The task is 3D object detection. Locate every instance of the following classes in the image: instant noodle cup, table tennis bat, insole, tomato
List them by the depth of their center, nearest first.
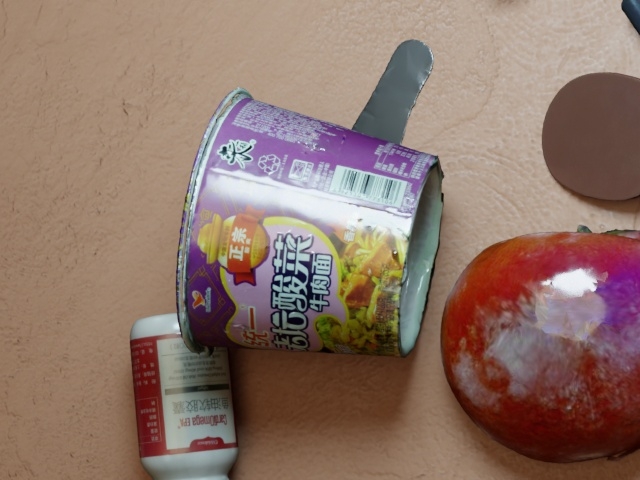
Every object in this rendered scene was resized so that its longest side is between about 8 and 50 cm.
[{"bbox_3d":[0.295,0.124,1.766,0.334,0.176,0.290,-2,88,20],"label":"tomato"},{"bbox_3d":[0.382,-0.117,1.795,0.274,0.021,0.154,16,98,39],"label":"table tennis bat"},{"bbox_3d":[0.000,0.000,1.836,0.265,0.340,0.340,10,89,11],"label":"instant noodle cup"},{"bbox_3d":[0.083,-0.154,1.964,0.080,0.003,0.232,24,94,21],"label":"insole"}]

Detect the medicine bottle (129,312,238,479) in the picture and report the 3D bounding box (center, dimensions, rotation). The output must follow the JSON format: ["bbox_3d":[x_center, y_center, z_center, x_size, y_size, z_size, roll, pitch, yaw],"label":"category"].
[{"bbox_3d":[-0.177,0.222,1.967,0.131,0.131,0.250,-9,82,21],"label":"medicine bottle"}]

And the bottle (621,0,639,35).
[{"bbox_3d":[0.450,-0.203,1.785,0.072,0.082,0.244,-28,72,-8],"label":"bottle"}]
